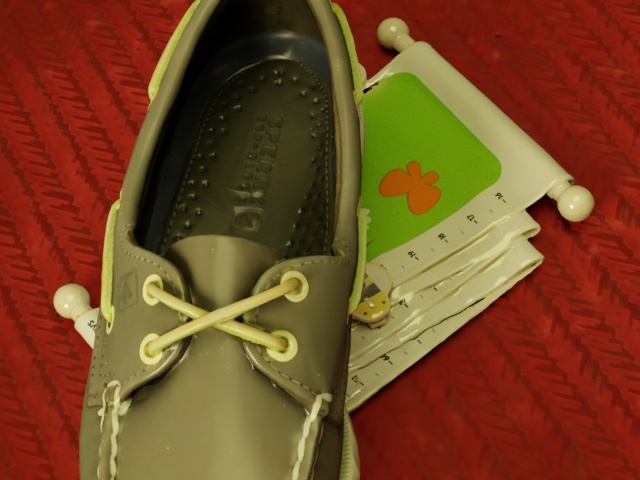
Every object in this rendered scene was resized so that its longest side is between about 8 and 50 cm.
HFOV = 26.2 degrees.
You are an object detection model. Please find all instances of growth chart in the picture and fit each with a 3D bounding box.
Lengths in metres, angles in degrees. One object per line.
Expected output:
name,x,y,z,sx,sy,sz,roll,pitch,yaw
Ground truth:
growth chart,0.000,0.000,0.613,0.237,0.021,0.172,-40,61,-21

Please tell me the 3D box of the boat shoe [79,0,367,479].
boat shoe,-0.036,0.021,0.531,0.109,0.091,0.305,2,55,7
